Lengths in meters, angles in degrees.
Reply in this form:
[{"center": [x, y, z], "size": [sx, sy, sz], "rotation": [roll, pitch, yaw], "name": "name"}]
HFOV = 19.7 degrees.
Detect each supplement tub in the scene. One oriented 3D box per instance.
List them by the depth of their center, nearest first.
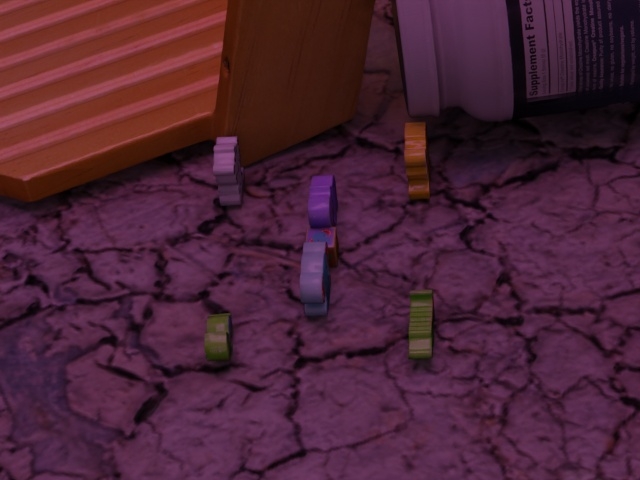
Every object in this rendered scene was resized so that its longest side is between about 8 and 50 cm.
[{"center": [0.193, -0.196, 1.437], "size": [0.272, 0.191, 0.191], "rotation": [-7, 45, 2], "name": "supplement tub"}]

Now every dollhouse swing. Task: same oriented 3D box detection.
[{"center": [-0.160, -0.249, 1.497], "size": [0.305, 0.315, 0.347], "rotation": [-9, 44, -19], "name": "dollhouse swing"}]

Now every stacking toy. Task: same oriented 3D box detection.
[{"center": [0.000, 0.000, 1.374], "size": [0.167, 0.052, 0.221], "rotation": [-3, 46, 6], "name": "stacking toy"}]
